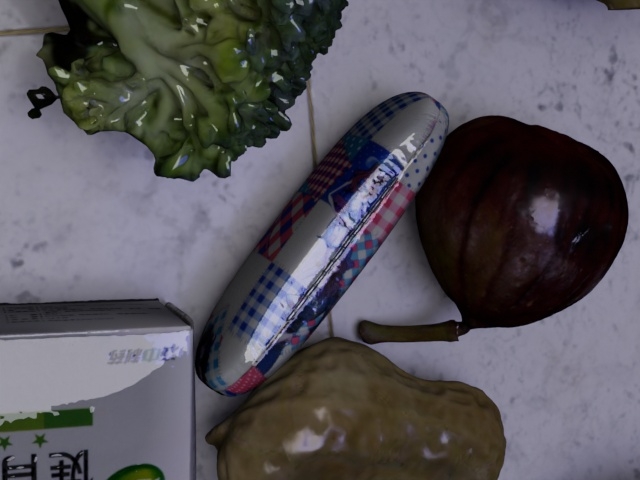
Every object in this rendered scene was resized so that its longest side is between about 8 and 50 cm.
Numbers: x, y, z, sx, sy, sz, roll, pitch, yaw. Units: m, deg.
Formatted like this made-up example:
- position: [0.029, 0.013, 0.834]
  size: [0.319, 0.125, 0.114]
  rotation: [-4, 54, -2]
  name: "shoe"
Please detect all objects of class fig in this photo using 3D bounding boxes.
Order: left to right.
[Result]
- position: [0.176, 0.015, 1.031]
  size: [0.204, 0.186, 0.249]
  rotation: [9, 103, -40]
  name: "fig"

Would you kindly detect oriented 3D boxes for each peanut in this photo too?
- position: [0.044, 0.172, 1.020]
  size: [0.291, 0.143, 0.159]
  rotation: [7, 85, -25]
  name: "peanut"

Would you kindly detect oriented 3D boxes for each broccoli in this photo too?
- position: [-0.117, -0.209, 0.817]
  size: [0.281, 0.348, 0.293]
  rotation: [24, 82, -9]
  name: "broccoli"

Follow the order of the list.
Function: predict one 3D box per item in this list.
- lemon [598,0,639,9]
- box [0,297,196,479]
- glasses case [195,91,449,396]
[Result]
- position: [0.311, -0.375, 0.941]
  size: [0.364, 0.364, 0.364]
  rotation: [-2, 97, -19]
  name: "lemon"
- position: [-0.266, 0.146, 0.910]
  size: [0.333, 0.145, 0.173]
  rotation: [-1, 99, -19]
  name: "box"
- position: [0.000, 0.000, 0.991]
  size: [0.076, 0.125, 0.327]
  rotation: [39, 83, -20]
  name: "glasses case"
